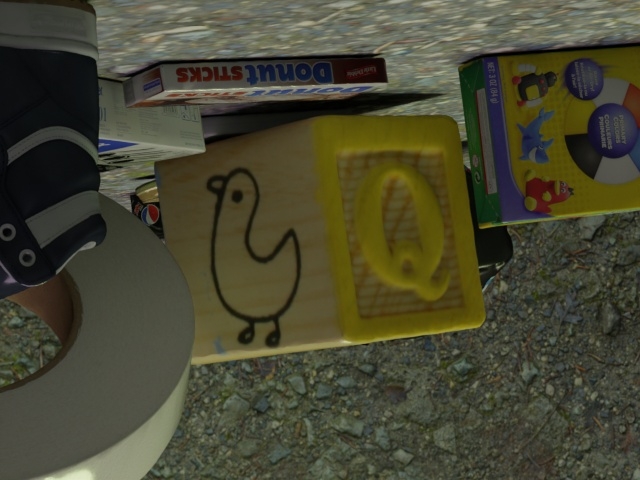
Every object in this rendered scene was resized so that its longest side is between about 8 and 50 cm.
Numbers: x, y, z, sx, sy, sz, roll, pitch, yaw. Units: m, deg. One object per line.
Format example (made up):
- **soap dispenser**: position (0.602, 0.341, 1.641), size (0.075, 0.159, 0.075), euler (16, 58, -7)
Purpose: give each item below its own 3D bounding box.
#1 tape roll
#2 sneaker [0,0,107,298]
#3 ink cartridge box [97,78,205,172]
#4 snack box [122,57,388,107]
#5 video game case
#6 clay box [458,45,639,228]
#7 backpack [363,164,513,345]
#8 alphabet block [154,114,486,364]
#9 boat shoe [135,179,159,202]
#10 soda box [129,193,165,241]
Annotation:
- **tape roll**: position (-0.292, 0.075, 1.433), size (0.392, 0.072, 0.392), euler (7, -141, -6)
- **sneaker**: position (-0.219, -0.041, 0.892), size (0.282, 0.153, 0.099), euler (-4, 176, -43)
- **ink cartridge box**: position (-0.169, -0.081, 1.321), size (0.097, 0.046, 0.207), euler (-9, 176, 19)
- **snack box**: position (-0.044, -0.110, 1.285), size (0.178, 0.022, 0.064), euler (-5, 175, -31)
- **video game case**: position (-0.072, -0.092, 1.621), size (0.157, 0.019, 0.143), euler (-5, 177, -27)
- **clay box**: position (0.223, -0.084, 1.423), size (0.222, 0.127, 0.053), euler (-7, 178, -18)
- **backpack**: position (0.065, 0.016, 2.196), size (0.290, 0.273, 0.355), euler (-9, 156, 0)
- **alphabet block**: position (0.000, 0.000, 1.586), size (0.197, 0.192, 0.193), euler (-12, 177, 43)
- **boat shoe**: position (-0.127, -0.051, 2.033), size (0.153, 0.048, 0.056), euler (-6, 177, -20)
- **soda box**: position (-0.169, -0.029, 2.254), size (0.053, 0.060, 0.169), euler (-9, 177, 22)
